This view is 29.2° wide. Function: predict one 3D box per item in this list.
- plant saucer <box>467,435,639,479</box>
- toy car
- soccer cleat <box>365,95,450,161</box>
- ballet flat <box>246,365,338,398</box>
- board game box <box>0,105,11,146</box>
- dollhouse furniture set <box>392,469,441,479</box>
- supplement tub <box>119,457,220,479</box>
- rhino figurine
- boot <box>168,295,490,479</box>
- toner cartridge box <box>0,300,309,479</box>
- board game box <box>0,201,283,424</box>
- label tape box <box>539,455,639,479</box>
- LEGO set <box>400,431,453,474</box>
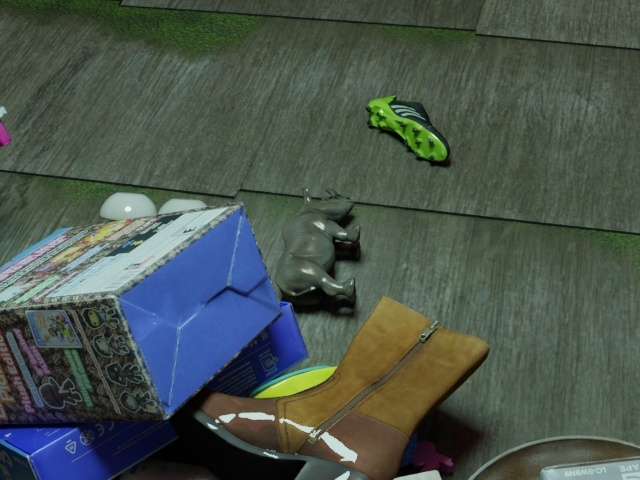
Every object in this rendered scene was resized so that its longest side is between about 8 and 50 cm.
[{"bbox_3d":[0.278,0.330,1.243,0.311,0.050,0.310,-2,41,2],"label":"plant saucer"},{"bbox_3d":[-0.205,0.019,1.591,0.182,0.159,0.136,6,7,11],"label":"toy car"},{"bbox_3d":[0.142,-0.175,1.841,0.072,0.060,0.179,-26,42,-27],"label":"soccer cleat"},{"bbox_3d":[0.026,0.179,1.407,0.231,0.077,0.077,-14,55,-31],"label":"ballet flat"},{"bbox_3d":[-0.644,-0.057,1.631,0.390,0.050,0.390,-35,19,-32],"label":"board game box"},{"bbox_3d":[-0.010,0.384,1.086,0.303,0.198,0.286,-11,41,-8],"label":"dollhouse furniture set"},{"bbox_3d":[-0.159,0.274,1.323,0.107,0.071,0.071,7,41,12],"label":"supplement tub"},{"bbox_3d":[0.000,0.000,1.635,0.106,0.073,0.243,3,39,4],"label":"rhino figurine"},{"bbox_3d":[0.004,0.147,1.313,0.264,0.096,0.280,19,50,28],"label":"boot"},{"bbox_3d":[-0.198,0.170,1.390,0.348,0.075,0.165,-29,19,-30],"label":"toner cartridge box"},{"bbox_3d":[-0.233,0.081,1.330,0.291,0.141,0.232,-7,21,35],"label":"board game box"},{"bbox_3d":[0.249,0.378,0.975,0.106,0.240,0.333,-6,45,0],"label":"label tape box"},{"bbox_3d":[0.075,0.272,1.297,0.093,0.087,0.227,21,47,27],"label":"LEGO set"}]
